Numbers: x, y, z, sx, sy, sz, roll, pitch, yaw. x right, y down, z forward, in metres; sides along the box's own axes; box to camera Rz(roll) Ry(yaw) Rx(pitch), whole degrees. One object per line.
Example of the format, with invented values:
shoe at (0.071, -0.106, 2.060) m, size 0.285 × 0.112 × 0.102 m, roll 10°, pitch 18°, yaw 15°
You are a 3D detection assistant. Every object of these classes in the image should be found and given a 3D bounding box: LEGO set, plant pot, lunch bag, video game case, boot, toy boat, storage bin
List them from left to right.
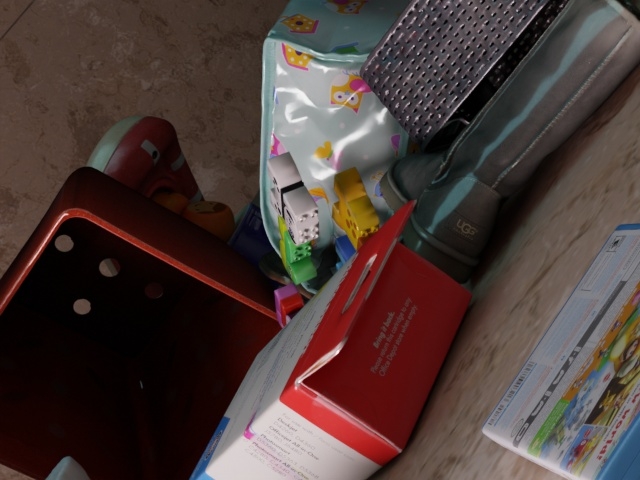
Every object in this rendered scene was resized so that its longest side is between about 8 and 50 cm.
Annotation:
plant pot at (-0.205, 0.077, 1.458) m, size 0.267 × 0.267 × 0.236 m, roll -53°, pitch 24°, yaw 17°
toy boat at (-0.163, -0.029, 1.624) m, size 0.151 × 0.151 × 0.231 m, roll -59°, pitch -34°, yaw -32°
boot at (0.000, 0.000, 1.448) m, size 0.106 × 0.082 × 0.219 m, roll -57°, pitch 4°, yaw 6°
LEGO set at (0.018, 0.023, 1.176) m, size 0.087 × 0.093 × 0.227 m, roll -22°, pitch -32°, yaw -13°
lunch bag at (0.038, -0.104, 1.337) m, size 0.223 × 0.160 × 0.262 m, roll -65°, pitch -21°, yaw -55°
storage bin at (0.129, -0.158, 1.088) m, size 0.122 × 0.084 × 0.180 m, roll -18°, pitch -27°, yaw -49°
boot at (0.128, -0.086, 0.981) m, size 0.208 × 0.076 × 0.189 m, roll -60°, pitch 18°, yaw 15°
video game case at (0.124, 0.044, 0.608) m, size 0.119 × 0.015 × 0.166 m, roll -55°, pitch 6°, yaw -5°

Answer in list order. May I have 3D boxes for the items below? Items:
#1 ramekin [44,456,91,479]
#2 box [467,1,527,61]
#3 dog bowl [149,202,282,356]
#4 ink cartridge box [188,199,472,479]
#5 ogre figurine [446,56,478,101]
ramekin at (-0.240, 0.336, 1.248) m, size 0.277 × 0.135 × 0.277 m, roll -54°, pitch 6°, yaw 8°
box at (0.228, -0.296, 1.449) m, size 0.233 × 0.044 × 0.159 m, roll -46°, pitch 11°, yaw 54°
dog bowl at (-0.114, 0.090, 1.723) m, size 0.265 × 0.104 × 0.265 m, roll -54°, pitch 6°, yaw 9°
ink cartridge box at (0.011, 0.089, 0.918) m, size 0.231 × 0.078 × 0.134 m, roll -48°, pitch 11°, yaw 50°
ogre figurine at (0.070, -0.157, 1.566) m, size 0.197 × 0.118 × 0.097 m, roll -50°, pitch 8°, yaw 43°
